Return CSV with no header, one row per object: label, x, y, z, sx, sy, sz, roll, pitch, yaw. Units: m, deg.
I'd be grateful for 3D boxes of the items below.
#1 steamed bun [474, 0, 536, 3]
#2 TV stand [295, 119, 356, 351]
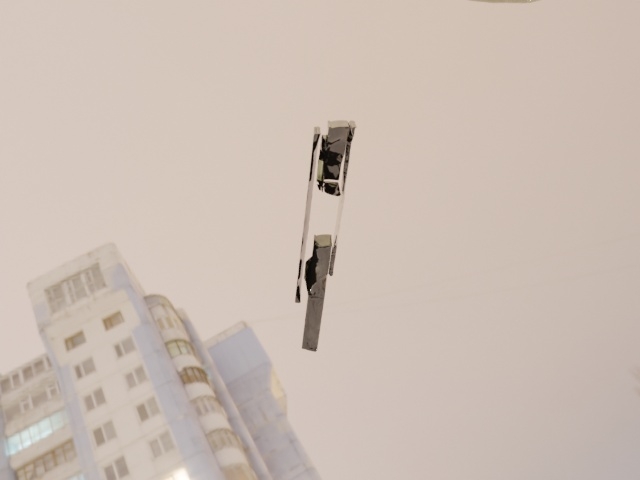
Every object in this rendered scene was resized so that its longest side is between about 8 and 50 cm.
steamed bun,0.202,-0.421,0.700,0.343,0.367,0.255,-23,-22,8
TV stand,0.000,0.000,0.651,0.042,0.036,0.249,5,-67,-5
